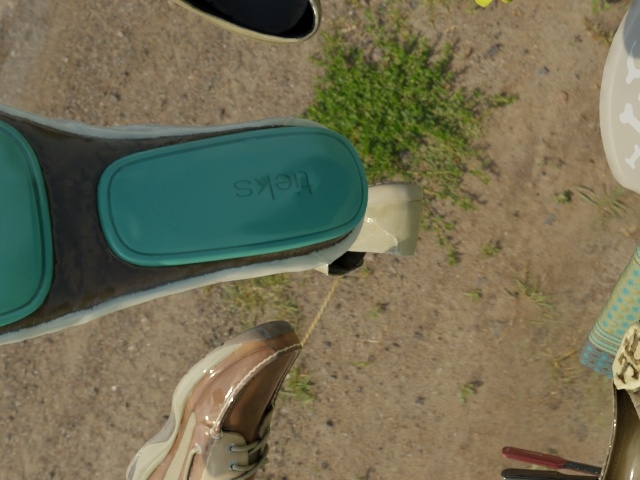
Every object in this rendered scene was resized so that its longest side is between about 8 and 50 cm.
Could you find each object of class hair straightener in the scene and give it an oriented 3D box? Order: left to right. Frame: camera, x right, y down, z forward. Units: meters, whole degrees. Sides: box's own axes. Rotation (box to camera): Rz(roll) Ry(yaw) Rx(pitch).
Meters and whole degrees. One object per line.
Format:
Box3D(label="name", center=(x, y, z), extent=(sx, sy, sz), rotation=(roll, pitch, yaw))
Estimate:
Box3D(label="hair straightener", center=(0.417, 0.406, 1.142), extent=(0.230, 0.047, 0.089), rotation=(4, 97, 16))

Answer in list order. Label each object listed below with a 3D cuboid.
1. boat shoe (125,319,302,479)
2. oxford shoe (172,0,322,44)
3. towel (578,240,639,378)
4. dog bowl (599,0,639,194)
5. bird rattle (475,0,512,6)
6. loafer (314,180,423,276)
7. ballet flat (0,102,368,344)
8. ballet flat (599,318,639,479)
Box3D(label="boat shoe", center=(-0.100, 0.212, 0.744), extent=(0.116, 0.123, 0.324), rotation=(50, 128, 23))
Box3D(label="oxford shoe", center=(-0.137, -0.258, 0.501), extent=(0.123, 0.348, 0.130), rotation=(-59, 28, 17))
Box3D(label="towel", center=(0.374, 0.072, 0.535), extent=(0.271, 0.370, 0.040), rotation=(28, 63, 21))
Box3D(label="dog bowl", center=(0.473, -0.151, 0.703), extent=(0.348, 0.349, 0.102), rotation=(-57, 16, 10))
Box3D(label="bird rattle", center=(0.302, -0.471, 1.022), extent=(0.207, 0.253, 0.143), rotation=(9, 79, 10))
Box3D(label="loafer", center=(0.000, 0.000, 0.813), extent=(0.268, 0.102, 0.092), rotation=(-15, 81, 36))
Box3D(label="ballet flat", center=(-0.159, -0.010, 0.405), extent=(0.139, 0.400, 0.139), rotation=(13, 105, 58))
Box3D(label="ballet flat", center=(0.205, 0.164, 0.463), extent=(0.058, 0.084, 0.249), rotation=(4, 105, 11))
